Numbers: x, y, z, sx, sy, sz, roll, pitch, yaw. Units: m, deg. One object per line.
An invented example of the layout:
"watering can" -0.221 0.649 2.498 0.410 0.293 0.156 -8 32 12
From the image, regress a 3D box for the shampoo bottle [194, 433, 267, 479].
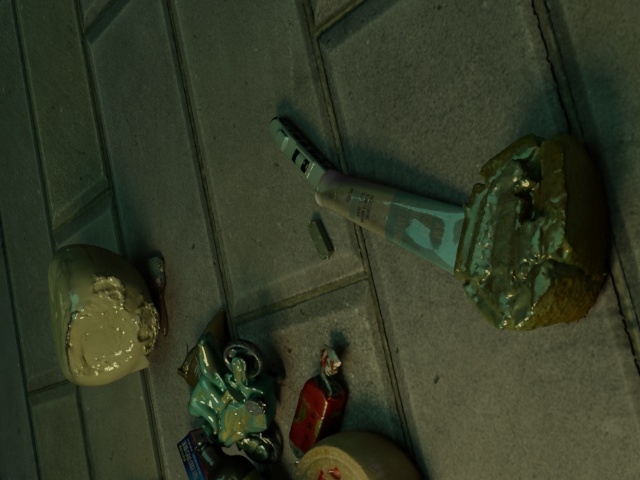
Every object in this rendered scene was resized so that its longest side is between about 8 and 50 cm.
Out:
"shampoo bottle" -0.145 0.492 1.514 0.284 0.101 0.101 45 128 14

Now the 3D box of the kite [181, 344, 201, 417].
"kite" -0.272 0.331 1.781 0.183 0.010 0.160 21 108 47

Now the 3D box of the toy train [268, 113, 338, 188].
"toy train" -0.038 -0.162 1.430 0.207 0.047 0.043 49 127 34

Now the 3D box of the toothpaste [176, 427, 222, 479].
"toothpaste" -0.220 0.567 1.701 0.076 0.066 0.320 -49 57 40

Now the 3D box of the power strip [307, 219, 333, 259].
"power strip" 0.000 0.000 1.421 0.027 0.017 0.083 -47 59 43

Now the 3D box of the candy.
"candy" -0.007 0.323 1.428 0.086 0.059 0.292 34 119 39

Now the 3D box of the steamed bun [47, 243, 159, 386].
"steamed bun" -0.522 0.164 1.890 0.312 0.233 0.334 54 139 47

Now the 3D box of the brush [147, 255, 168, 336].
"brush" -0.387 0.135 1.896 0.070 0.021 0.196 -14 85 49

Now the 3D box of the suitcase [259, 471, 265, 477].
"suitcase" -0.148 0.538 1.619 0.126 0.059 0.086 -51 57 37

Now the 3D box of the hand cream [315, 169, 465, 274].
"hand cream" 0.119 -0.036 1.242 0.312 0.070 0.111 24 109 42

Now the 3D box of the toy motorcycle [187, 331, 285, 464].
"toy motorcycle" -0.172 0.308 1.538 0.198 0.109 0.296 8 120 18

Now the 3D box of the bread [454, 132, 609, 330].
"bread" 0.269 -0.014 1.020 0.186 0.124 0.257 16 104 49

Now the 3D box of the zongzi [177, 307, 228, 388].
"zongzi" -0.197 0.262 1.655 0.189 0.081 0.178 37 101 30

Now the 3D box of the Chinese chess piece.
"Chinese chess piece" 0.066 0.456 1.317 0.270 0.112 0.270 4 95 50
